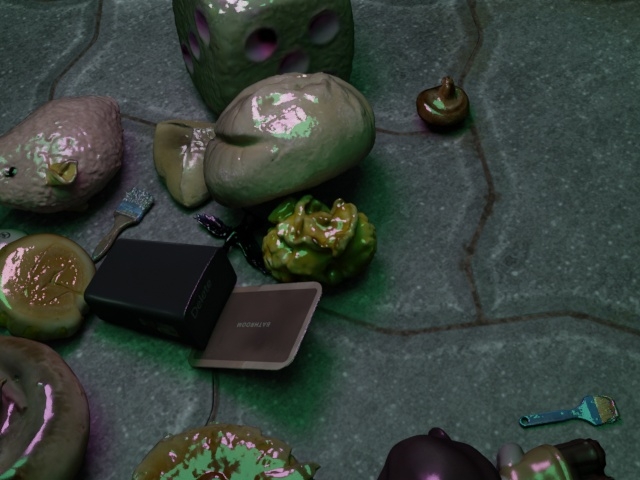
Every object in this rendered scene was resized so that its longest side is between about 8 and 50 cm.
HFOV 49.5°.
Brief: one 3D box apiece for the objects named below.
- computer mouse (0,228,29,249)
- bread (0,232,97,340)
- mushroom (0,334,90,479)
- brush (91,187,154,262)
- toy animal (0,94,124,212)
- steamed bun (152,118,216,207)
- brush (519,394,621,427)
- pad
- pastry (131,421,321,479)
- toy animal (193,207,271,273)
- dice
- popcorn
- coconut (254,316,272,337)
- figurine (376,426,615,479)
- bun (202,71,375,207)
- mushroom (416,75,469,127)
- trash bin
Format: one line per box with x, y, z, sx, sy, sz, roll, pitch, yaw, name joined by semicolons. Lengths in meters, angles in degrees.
-0.678;0.032;1.411;0.182;0.056;0.089;-41;57;-21;computer mouse
-0.524;0.089;1.302;0.213;0.105;0.213;17;58;-30;bread
-0.546;0.285;1.062;0.363;0.294;0.362;3;46;-4;mushroom
-0.422;-0.030;1.450;0.070;0.021;0.196;18;59;19;brush
-0.538;-0.180;1.467;0.227;0.188;0.358;33;62;13;toy animal
-0.284;-0.198;1.506;0.213;0.110;0.231;25;58;21;steamed bun
0.411;0.290;1.153;0.164;0.014;0.051;-10;53;0;brush
-0.119;0.148;1.222;0.266;0.002;0.176;-7;47;41;pad
-0.152;0.423;1.034;0.330;0.136;0.329;-3;56;4;pastry
-0.162;-0.012;1.400;0.220;0.062;0.108;32;81;23;toy animal
-0.129;-0.456;1.531;0.318;0.330;0.322;-21;51;-18;dice
-0.002;0.002;1.286;0.218;0.189;0.169;-16;58;-4;popcorn
-0.084;0.182;1.235;0.082;0.083;0.081;34;98;5;coconut
0.244;0.382;1.035;0.365;0.206;0.218;-2;74;-26;figurine
-0.071;-0.207;1.343;0.365;0.219;0.365;-19;11;4;bun
0.271;-0.301;1.541;0.126;0.085;0.109;-11;87;-17;mushroom
-0.298;0.087;1.290;0.226;0.115;0.165;9;55;20;trash bin
